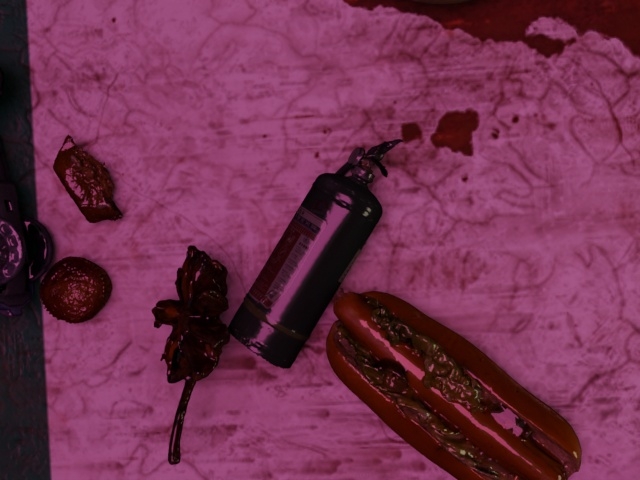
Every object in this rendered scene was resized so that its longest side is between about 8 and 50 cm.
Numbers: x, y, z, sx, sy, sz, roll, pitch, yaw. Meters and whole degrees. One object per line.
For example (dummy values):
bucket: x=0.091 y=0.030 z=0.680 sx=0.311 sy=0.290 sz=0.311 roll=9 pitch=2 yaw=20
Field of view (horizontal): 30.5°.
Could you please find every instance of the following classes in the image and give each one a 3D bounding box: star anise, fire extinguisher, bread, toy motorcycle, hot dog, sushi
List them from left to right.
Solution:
toy motorcycle: x=-0.458 y=-0.056 z=1.429 sx=0.212 sy=0.125 sz=0.358 roll=-14 pitch=86 yaw=12
bread: x=-0.301 y=0.060 z=1.433 sx=0.085 sy=0.053 sz=0.085 roll=0 pitch=89 yaw=11
sushi: x=-0.283 y=-0.073 z=1.434 sx=0.060 sy=0.061 sz=0.118 roll=-34 pitch=104 yaw=0
star anise: x=-0.155 y=0.119 z=1.377 sx=0.073 sy=0.177 sz=0.234 roll=14 pitch=113 yaw=-26
fire extinguisher: x=0.000 y=0.000 z=1.359 sx=0.093 sy=0.118 sz=0.294 roll=28 pitch=95 yaw=-26
hot dog: x=0.138 y=0.177 z=1.326 sx=0.337 sy=0.100 sz=0.135 roll=39 pitch=97 yaw=8

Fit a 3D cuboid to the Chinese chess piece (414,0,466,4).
Chinese chess piece: x=0.140 y=-0.402 z=1.333 sx=0.273 sy=0.102 sz=0.273 roll=0 pitch=88 yaw=12
